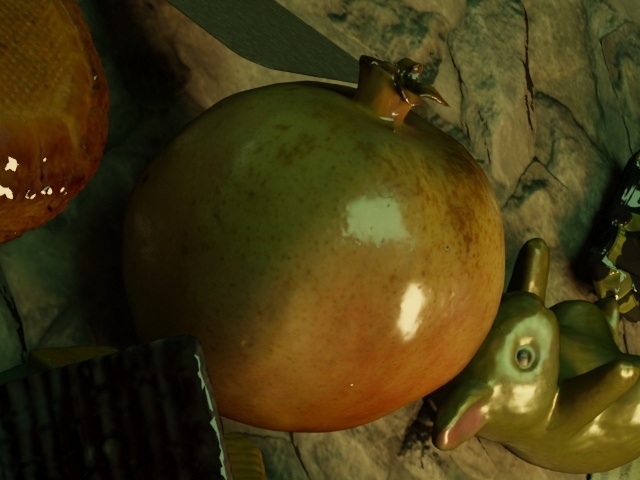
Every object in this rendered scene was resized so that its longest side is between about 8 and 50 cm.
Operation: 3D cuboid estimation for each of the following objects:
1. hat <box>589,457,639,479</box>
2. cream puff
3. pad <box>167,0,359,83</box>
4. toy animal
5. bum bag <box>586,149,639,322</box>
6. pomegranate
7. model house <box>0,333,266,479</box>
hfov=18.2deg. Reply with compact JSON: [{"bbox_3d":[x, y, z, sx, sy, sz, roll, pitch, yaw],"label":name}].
[{"bbox_3d":[0.392,0.271,2.059,0.252,0.110,0.252,21,59,-40],"label":"hat"},{"bbox_3d":[-0.304,-0.118,1.397,0.303,0.212,0.303,27,47,-32],"label":"cream puff"},{"bbox_3d":[-0.074,-0.198,1.702,0.176,0.002,0.266,4,27,-47],"label":"pad"},{"bbox_3d":[0.188,0.112,1.847,0.363,0.180,0.181,23,21,-46],"label":"toy animal"},{"bbox_3d":[0.339,0.002,2.157,0.107,0.060,0.232,55,41,-23],"label":"bum bag"},{"bbox_3d":[0.000,0.000,1.585,0.319,0.319,0.319,23,57,-40],"label":"pomegranate"},{"bbox_3d":[-0.107,0.196,1.436,0.230,0.249,0.280,-1,74,-49],"label":"model house"}]
